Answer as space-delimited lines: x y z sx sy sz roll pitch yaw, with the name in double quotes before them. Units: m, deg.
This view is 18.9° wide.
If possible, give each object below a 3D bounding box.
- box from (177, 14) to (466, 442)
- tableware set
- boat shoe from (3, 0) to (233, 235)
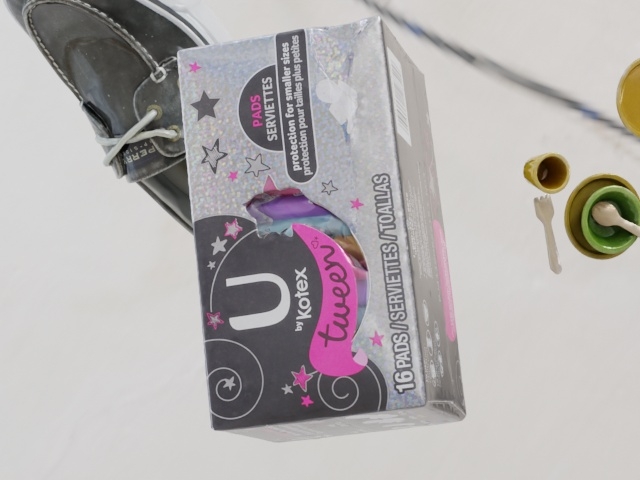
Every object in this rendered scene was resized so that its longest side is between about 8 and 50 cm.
"box" 0.000 0.000 1.250 0.142 0.163 0.247 -9 -101 12
"tableware set" 0.183 -0.048 1.060 0.154 0.024 0.104 -18 -79 -16
"boat shoe" -0.113 -0.095 1.433 0.121 0.119 0.335 -19 -45 37
